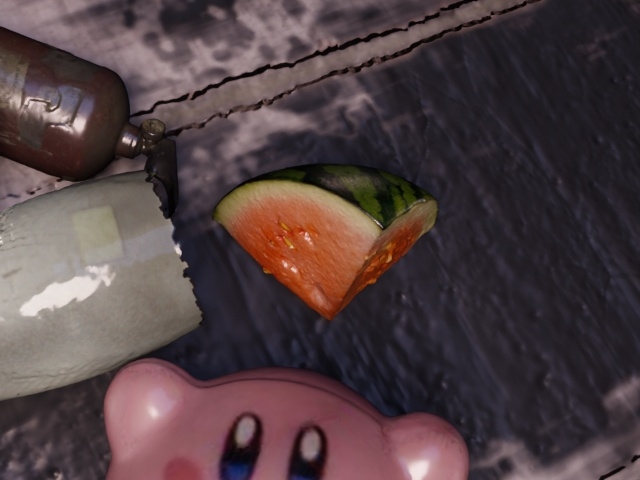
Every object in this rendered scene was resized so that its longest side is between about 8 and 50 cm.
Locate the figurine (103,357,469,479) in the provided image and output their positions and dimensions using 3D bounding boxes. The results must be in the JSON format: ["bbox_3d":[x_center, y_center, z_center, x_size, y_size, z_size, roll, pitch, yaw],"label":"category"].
[{"bbox_3d":[-0.024,0.142,0.514,0.173,0.173,0.173,5,67,-12],"label":"figurine"}]

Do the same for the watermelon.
[{"bbox_3d":[0.000,0.000,0.648,0.135,0.125,0.094,4,97,17],"label":"watermelon"}]

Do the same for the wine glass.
[{"bbox_3d":[-0.206,0.035,0.426,0.309,0.264,0.096,-19,79,-7],"label":"wine glass"}]

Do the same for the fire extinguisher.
[{"bbox_3d":[-0.198,-0.085,0.617,0.268,0.072,0.089,22,43,-5],"label":"fire extinguisher"}]
